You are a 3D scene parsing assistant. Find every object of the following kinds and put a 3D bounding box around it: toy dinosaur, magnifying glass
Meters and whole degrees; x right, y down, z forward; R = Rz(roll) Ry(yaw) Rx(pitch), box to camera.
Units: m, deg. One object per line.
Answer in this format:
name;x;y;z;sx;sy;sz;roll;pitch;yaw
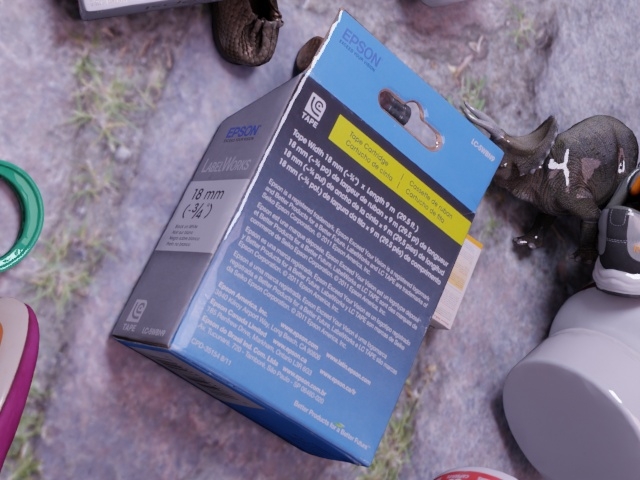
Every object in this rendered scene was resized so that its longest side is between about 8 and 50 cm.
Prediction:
toy dinosaur;0.291;-0.071;1.274;0.314;0.121;0.160;-9;110;-32
magnifying glass;-0.315;0.007;0.891;0.231;0.026;0.092;-28;107;-35

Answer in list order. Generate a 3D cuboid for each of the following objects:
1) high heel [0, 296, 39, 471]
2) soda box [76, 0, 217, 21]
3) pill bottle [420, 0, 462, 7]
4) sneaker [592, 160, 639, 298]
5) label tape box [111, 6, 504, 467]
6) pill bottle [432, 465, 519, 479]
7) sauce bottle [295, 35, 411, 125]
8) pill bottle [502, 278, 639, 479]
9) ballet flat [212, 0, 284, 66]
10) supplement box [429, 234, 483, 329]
high heel;-0.297;0.230;0.883;0.377;0.127;0.181;-60;150;-24
soda box;-0.096;-0.235;0.971;0.216;0.069;0.073;-12;96;-14
pill bottle;0.109;-0.341;1.134;0.117;0.118;0.208;-39;113;-29
sneaker;0.369;-0.046;1.229;0.271;0.100;0.108;-40;128;-42
label tape box;0.000;0.000;1.068;0.241;0.106;0.333;37;69;-32
pill bottle;0.100;0.342;1.071;0.283;0.161;0.161;-35;112;-50
sauce bottle;0.034;-0.148;1.131;0.128;0.042;0.042;31;73;-35
pill bottle;0.394;0.108;1.287;0.392;0.224;0.224;-34;110;-31
ballet flat;-0.074;-0.277;1.036;0.084;0.058;0.249;-14;100;-36
supplement box;0.117;0.034;1.198;0.062;0.036;0.098;34;71;-32
